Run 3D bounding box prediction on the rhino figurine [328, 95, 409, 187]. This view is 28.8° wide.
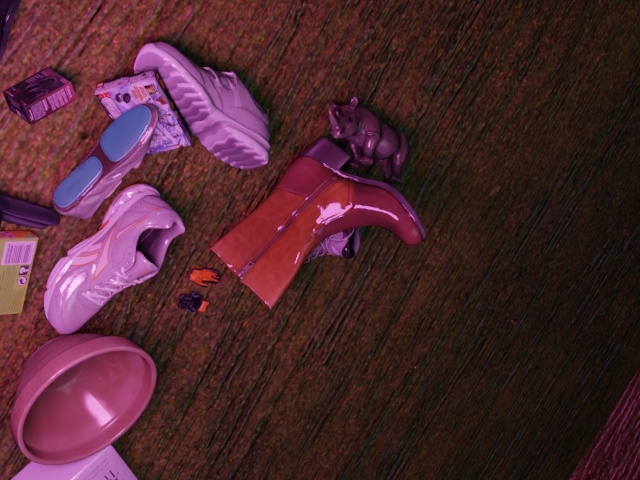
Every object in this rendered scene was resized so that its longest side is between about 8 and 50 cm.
[{"bbox_3d":[0.077,-0.177,2.147,0.243,0.073,0.106,32,64,-50],"label":"rhino figurine"}]

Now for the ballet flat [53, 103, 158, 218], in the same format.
[{"bbox_3d":[-0.299,-0.113,1.798,0.213,0.072,0.068,-43,148,13],"label":"ballet flat"}]

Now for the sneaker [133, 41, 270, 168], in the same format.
[{"bbox_3d":[-0.176,-0.220,1.877,0.281,0.105,0.115,42,48,-45],"label":"sneaker"}]

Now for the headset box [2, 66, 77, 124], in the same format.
[{"bbox_3d":[-0.377,-0.198,1.688,0.083,0.062,0.032,-35,136,-23],"label":"headset box"}]

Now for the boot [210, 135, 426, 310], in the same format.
[{"bbox_3d":[0.000,0.000,2.057,0.280,0.264,0.096,-49,173,-12],"label":"boot"}]

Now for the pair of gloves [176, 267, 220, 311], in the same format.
[{"bbox_3d":[-0.205,0.083,2.088,0.074,0.010,0.083,14,107,-50],"label":"pair of gloves"}]

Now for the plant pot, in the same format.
[{"bbox_3d":[-0.379,0.223,1.913,0.237,0.110,0.237,-28,142,-25],"label":"plant pot"}]

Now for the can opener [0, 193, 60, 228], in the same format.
[{"bbox_3d":[-0.442,-0.042,1.736,0.186,0.059,0.073,15,77,-59],"label":"can opener"}]

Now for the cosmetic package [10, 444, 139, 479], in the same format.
[{"bbox_3d":[-0.455,0.513,2.057,0.377,0.097,0.284,-42,141,-17],"label":"cosmetic package"}]

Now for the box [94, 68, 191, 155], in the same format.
[{"bbox_3d":[-0.256,-0.183,1.807,0.094,0.027,0.137,-12,138,13],"label":"box"}]

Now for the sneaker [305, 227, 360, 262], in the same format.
[{"bbox_3d":[-0.013,0.009,2.138,0.229,0.132,0.086,-40,138,-20],"label":"sneaker"}]

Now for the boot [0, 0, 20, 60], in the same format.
[{"bbox_3d":[-0.442,-0.282,1.581,0.099,0.045,0.121,17,95,-52],"label":"boot"}]

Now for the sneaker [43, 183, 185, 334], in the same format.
[{"bbox_3d":[-0.309,0.040,1.869,0.262,0.121,0.099,-54,141,-2],"label":"sneaker"}]

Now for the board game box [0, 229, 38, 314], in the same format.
[{"bbox_3d":[-0.522,0.049,1.727,0.259,0.039,0.124,-3,116,-47],"label":"board game box"}]
